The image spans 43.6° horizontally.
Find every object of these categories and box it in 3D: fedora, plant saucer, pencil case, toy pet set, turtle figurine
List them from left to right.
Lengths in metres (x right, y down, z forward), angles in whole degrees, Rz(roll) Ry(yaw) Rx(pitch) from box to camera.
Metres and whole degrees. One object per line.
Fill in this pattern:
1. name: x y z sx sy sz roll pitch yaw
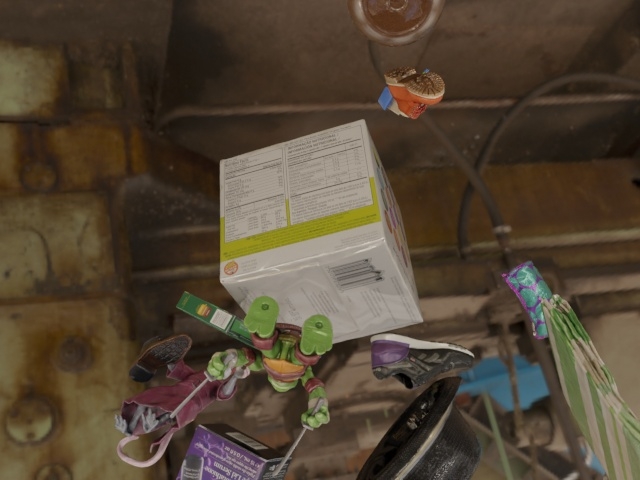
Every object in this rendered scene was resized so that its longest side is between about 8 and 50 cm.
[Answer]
1. turtle figurine: -0.078 0.229 1.286 0.275 0.198 0.266 -31 154 -27
2. plant saucer: 0.152 -0.480 1.594 0.199 0.036 0.198 0 118 1
3. toy pet set: 0.195 -0.370 1.934 0.114 0.065 0.122 -59 175 32
4. fedora: 0.212 0.426 1.566 0.334 0.152 0.334 -49 176 -4
5. pencil case: 0.417 0.117 1.559 0.070 0.151 0.064 -26 172 -12

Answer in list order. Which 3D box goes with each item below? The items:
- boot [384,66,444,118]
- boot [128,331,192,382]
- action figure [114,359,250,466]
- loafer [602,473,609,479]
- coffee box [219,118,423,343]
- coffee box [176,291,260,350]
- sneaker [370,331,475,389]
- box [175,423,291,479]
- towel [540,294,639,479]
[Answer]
1. boot: 0.173 -0.250 1.400 0.059 0.158 0.084 -24 117 -14
2. boot: -0.401 0.266 2.028 0.219 0.106 0.082 -34 119 27
3. action figure: -0.341 0.427 2.131 0.370 0.248 0.275 -26 131 -51
4. loafer: 0.704 0.566 1.910 0.039 0.045 0.125 -31 154 -35
5. coffee box: 0.000 0.000 1.739 0.338 0.334 0.337 -15 142 11
6. coffee box: -0.190 0.158 1.568 0.184 0.040 0.113 16 166 49
7. sneaker: 0.251 0.316 1.987 0.283 0.124 0.107 11 155 -18
8. box: -0.169 0.446 1.403 0.153 0.207 0.108 19 176 25
9. towel: 0.400 0.251 1.114 0.038 0.325 0.248 -20 120 2
